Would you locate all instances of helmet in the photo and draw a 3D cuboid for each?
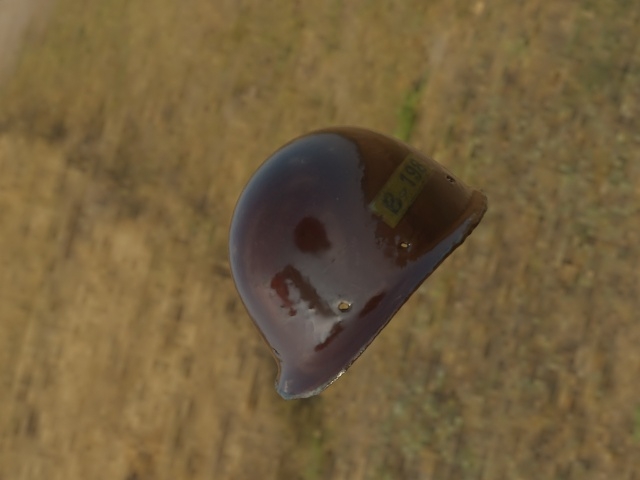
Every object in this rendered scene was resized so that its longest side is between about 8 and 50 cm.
[{"bbox_3d":[0.000,0.000,1.026,0.155,0.106,0.175,-34,18,51],"label":"helmet"}]
